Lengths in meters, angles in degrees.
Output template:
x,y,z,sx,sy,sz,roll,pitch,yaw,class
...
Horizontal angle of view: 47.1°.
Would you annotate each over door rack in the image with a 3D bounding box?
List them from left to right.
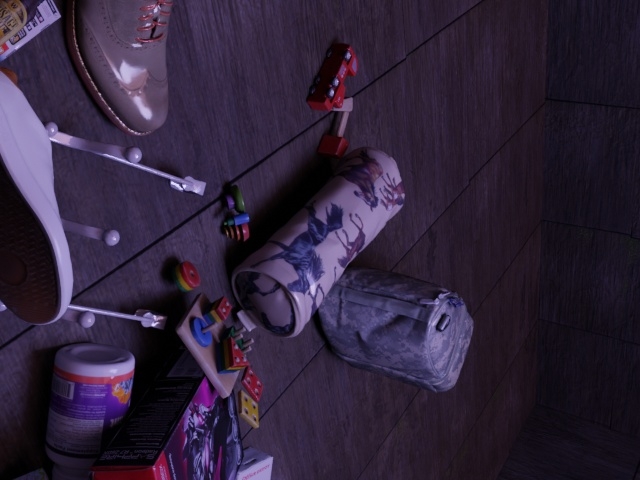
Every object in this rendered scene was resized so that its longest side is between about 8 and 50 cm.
x,y,z,sx,sy,sz,roll,pitch,yaw,class
-0.281,-0.006,0.997,0.324,0.108,0.240,20,85,-59,over door rack

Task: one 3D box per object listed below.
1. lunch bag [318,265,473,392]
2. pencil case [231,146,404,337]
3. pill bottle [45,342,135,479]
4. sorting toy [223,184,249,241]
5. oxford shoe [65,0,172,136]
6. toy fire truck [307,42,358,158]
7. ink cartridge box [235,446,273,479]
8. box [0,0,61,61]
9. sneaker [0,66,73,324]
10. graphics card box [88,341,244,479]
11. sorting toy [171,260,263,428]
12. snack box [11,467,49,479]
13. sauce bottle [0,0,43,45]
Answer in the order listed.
x,y,z,sx,sy,sz,roll,pitch,yaw,class
0.160,0.174,1.577,0.256,0.305,0.213,46,62,-55,lunch bag
0.000,0.000,1.386,0.410,0.160,0.183,-48,176,-35,pencil case
-0.323,0.250,1.023,0.108,0.108,0.194,-3,104,-57,pill bottle
-0.150,-0.041,1.253,0.042,0.061,0.102,-16,112,-17,sorting toy
-0.242,-0.290,0.927,0.123,0.130,0.348,-43,135,-42,oxford shoe
0.033,-0.274,1.450,0.135,0.047,0.192,46,61,-54,toy fire truck
-0.154,0.492,1.426,0.109,0.063,0.151,-8,107,-56,ink cartridge box
-0.378,-0.307,0.794,0.114,0.036,0.207,-53,142,-33,box
-0.324,-0.054,0.814,0.123,0.105,0.290,-63,145,-67,sneaker
-0.208,0.328,1.087,0.371,0.094,0.233,-70,154,-72,graphics card box
-0.151,0.162,1.151,0.275,0.046,0.132,59,15,-13,sorting toy
-0.395,0.381,0.985,0.100,0.037,0.141,-21,125,-16,snack box
-0.342,-0.246,0.800,0.128,0.042,0.042,-57,144,-29,sauce bottle
